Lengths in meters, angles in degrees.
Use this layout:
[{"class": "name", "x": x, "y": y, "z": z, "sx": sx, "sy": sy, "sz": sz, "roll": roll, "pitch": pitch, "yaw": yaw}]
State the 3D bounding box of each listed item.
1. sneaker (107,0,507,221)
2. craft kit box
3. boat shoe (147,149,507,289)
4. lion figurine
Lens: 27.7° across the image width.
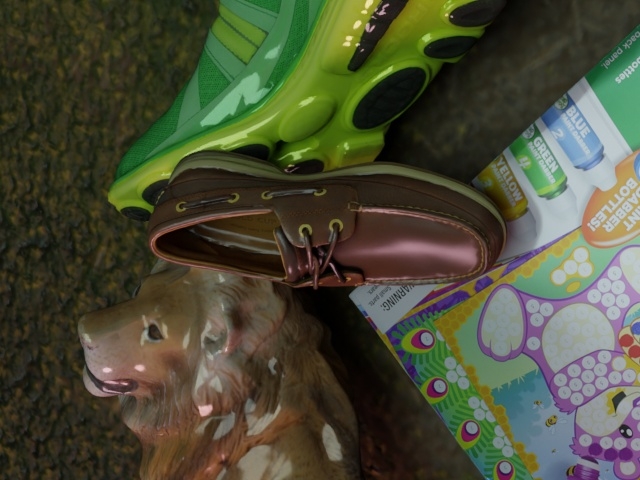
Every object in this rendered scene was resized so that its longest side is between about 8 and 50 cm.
[{"class": "sneaker", "x": -0.010, "y": -0.103, "z": 0.695, "sx": 0.295, "sy": 0.109, "sz": 0.123, "roll": -41, "pitch": 47, "yaw": 34}, {"class": "craft kit box", "x": 0.173, "y": 0.045, "z": 0.616, "sx": 0.250, "sy": 0.061, "sz": 0.246, "roll": -45, "pitch": 76, "yaw": 29}, {"class": "boat shoe", "x": 0.000, "y": 0.000, "z": 0.632, "sx": 0.178, "sy": 0.060, "sz": 0.064, "roll": 7, "pitch": 127, "yaw": 17}, {"class": "lion figurine", "x": 0.005, "y": 0.185, "z": 0.673, "sx": 0.392, "sy": 0.142, "sz": 0.240, "roll": 43, "pitch": 120, "yaw": 27}]
